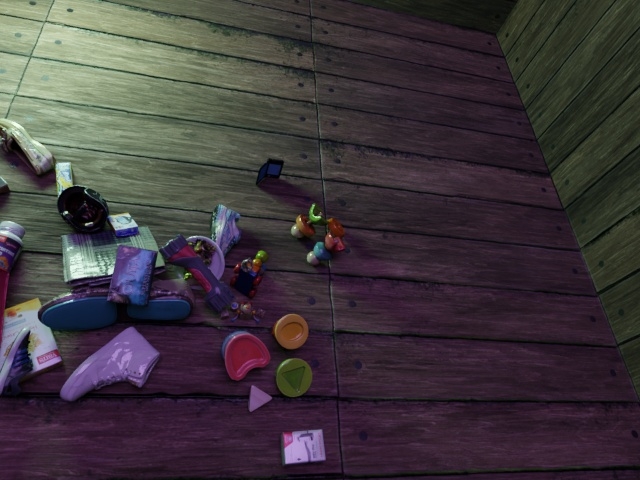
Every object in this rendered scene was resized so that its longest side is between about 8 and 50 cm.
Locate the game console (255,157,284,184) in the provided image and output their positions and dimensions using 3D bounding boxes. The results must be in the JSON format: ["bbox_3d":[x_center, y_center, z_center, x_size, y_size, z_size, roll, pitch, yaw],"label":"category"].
[{"bbox_3d":[-0.221,-0.293,2.105,0.107,0.122,0.071,7,58,-14],"label":"game console"}]

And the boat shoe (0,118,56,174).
[{"bbox_3d":[-1.156,-0.364,1.866,0.285,0.104,0.089,35,52,6],"label":"boat shoe"}]

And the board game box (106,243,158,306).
[{"bbox_3d":[-0.610,0.114,1.572,0.126,0.026,0.186,12,75,-24],"label":"board game box"}]

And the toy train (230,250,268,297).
[{"bbox_3d":[-0.239,0.090,1.781,0.105,0.248,0.143,32,50,4],"label":"toy train"}]

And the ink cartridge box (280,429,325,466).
[{"bbox_3d":[-0.058,0.675,1.577,0.135,0.056,0.099,1,57,-16],"label":"ink cartridge box"}]

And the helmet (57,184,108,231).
[{"bbox_3d":[-0.863,-0.116,1.763,0.169,0.169,0.162,-24,33,-29],"label":"helmet"}]

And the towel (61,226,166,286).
[{"bbox_3d":[-0.728,0.054,1.692,0.312,0.056,0.324,-8,32,-27],"label":"towel"}]

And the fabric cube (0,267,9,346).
[{"bbox_3d":[-1.107,0.182,1.393,0.258,0.254,0.259,-5,69,-6],"label":"fabric cube"}]

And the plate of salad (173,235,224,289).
[{"bbox_3d":[-0.451,0.084,1.775,0.200,0.048,0.199,0,93,9],"label":"plate of salad"}]

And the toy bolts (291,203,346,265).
[{"bbox_3d":[0.000,0.000,2.013,0.218,0.158,0.228,31,29,-49],"label":"toy bolts"}]

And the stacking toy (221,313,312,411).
[{"bbox_3d":[-0.185,0.421,1.702,0.309,0.130,0.279,-15,90,-22],"label":"stacking toy"}]

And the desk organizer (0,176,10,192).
[{"bbox_3d":[-1.215,-0.224,1.790,0.130,0.050,0.047,40,56,10],"label":"desk organizer"}]

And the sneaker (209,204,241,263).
[{"bbox_3d":[-0.367,-0.008,1.890,0.122,0.110,0.282,15,60,-24],"label":"sneaker"}]

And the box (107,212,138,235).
[{"bbox_3d":[-0.738,-0.059,1.808,0.081,0.028,0.136,-14,34,-34],"label":"box"}]

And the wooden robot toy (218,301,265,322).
[{"bbox_3d":[-0.280,0.249,1.766,0.173,0.079,0.076,4,58,-15],"label":"wooden robot toy"}]

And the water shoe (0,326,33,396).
[{"bbox_3d":[-0.903,0.365,1.455,0.080,0.073,0.203,25,58,-27],"label":"water shoe"}]

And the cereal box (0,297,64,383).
[{"bbox_3d":[-0.943,0.320,1.529,0.173,0.047,0.240,-23,68,-27],"label":"cereal box"}]

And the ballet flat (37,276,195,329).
[{"bbox_3d":[-0.680,0.198,1.648,0.483,0.164,0.182,-2,37,-24],"label":"ballet flat"}]

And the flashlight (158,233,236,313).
[{"bbox_3d":[-0.439,0.122,1.708,0.304,0.103,0.103,55,36,-12],"label":"flashlight"}]

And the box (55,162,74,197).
[{"bbox_3d":[-0.976,-0.215,1.854,0.054,0.059,0.168,-8,62,-20],"label":"box"}]

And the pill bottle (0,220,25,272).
[{"bbox_3d":[-1.078,0.035,1.632,0.108,0.108,0.193,12,56,-10],"label":"pill bottle"}]

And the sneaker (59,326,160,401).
[{"bbox_3d":[-0.645,0.422,1.523,0.169,0.108,0.292,36,54,11],"label":"sneaker"}]
